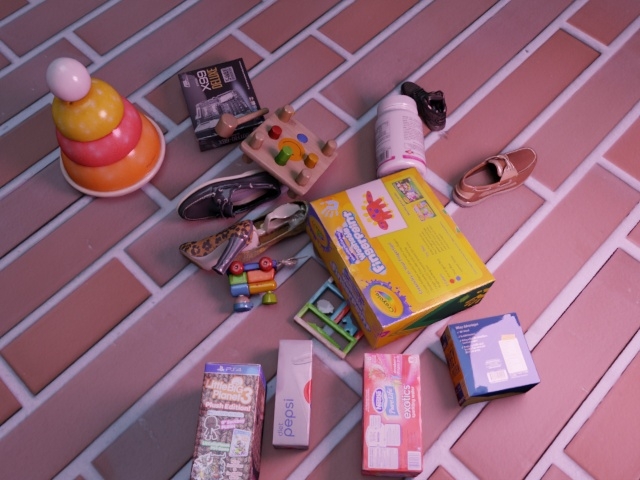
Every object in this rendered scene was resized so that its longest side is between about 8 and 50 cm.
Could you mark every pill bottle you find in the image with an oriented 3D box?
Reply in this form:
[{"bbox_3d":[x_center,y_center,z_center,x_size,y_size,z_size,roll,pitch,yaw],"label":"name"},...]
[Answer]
[{"bbox_3d":[0.260,-0.327,1.975,0.161,0.160,0.282,0,64,1],"label":"pill bottle"}]

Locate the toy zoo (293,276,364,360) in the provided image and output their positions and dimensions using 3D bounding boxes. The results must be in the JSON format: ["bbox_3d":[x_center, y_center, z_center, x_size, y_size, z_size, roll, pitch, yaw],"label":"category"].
[{"bbox_3d":[0.086,0.187,1.791,0.192,0.030,0.293,37,70,18],"label":"toy zoo"}]

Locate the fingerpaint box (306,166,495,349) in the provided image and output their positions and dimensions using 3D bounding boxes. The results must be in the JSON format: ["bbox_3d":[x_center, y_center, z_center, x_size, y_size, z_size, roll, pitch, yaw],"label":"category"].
[{"bbox_3d":[0.219,0.041,1.760,0.371,0.163,0.444,-21,61,-18],"label":"fingerpaint box"}]

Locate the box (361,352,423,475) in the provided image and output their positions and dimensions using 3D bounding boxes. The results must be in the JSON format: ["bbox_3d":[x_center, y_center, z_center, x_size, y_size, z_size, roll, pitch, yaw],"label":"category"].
[{"bbox_3d":[0.184,0.463,1.589,0.154,0.142,0.299,1,63,1],"label":"box"}]

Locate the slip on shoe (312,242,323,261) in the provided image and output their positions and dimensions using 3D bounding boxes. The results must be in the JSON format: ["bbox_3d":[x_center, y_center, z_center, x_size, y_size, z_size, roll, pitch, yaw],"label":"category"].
[{"bbox_3d":[0.000,0.000,1.881,0.052,0.041,0.135,-5,63,-2],"label":"slip on shoe"}]

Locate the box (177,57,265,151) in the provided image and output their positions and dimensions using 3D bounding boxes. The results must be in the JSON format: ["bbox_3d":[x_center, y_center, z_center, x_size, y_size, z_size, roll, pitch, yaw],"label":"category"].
[{"bbox_3d":[-0.347,-0.481,2.107,0.243,0.076,0.307,-16,65,-8],"label":"box"}]

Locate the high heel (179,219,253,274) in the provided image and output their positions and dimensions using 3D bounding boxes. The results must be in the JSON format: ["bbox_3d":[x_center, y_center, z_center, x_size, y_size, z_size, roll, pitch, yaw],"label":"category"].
[{"bbox_3d":[-0.316,-0.001,1.824,0.261,0.093,0.186,16,65,44],"label":"high heel"}]

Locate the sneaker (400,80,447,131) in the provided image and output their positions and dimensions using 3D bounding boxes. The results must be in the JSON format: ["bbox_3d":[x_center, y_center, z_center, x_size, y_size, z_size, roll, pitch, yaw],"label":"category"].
[{"bbox_3d":[0.364,-0.497,2.079,0.087,0.130,0.227,-25,64,-13],"label":"sneaker"}]

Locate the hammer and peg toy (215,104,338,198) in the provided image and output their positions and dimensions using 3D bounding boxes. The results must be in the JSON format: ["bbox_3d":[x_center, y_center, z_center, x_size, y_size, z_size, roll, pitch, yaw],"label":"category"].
[{"bbox_3d":[-0.134,-0.325,1.918,0.361,0.127,0.266,39,49,-1],"label":"hammer and peg toy"}]

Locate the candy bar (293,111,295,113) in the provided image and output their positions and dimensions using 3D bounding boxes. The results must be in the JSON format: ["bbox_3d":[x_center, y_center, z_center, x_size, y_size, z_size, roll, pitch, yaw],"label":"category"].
[{"bbox_3d":[-0.138,-0.404,2.099,0.040,0.018,0.161,25,66,9],"label":"candy bar"}]

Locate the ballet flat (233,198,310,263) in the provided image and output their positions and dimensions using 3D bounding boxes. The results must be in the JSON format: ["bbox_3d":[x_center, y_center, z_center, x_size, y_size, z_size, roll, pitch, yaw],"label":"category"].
[{"bbox_3d":[-0.178,-0.033,1.860,0.349,0.123,0.123,-26,66,-11],"label":"ballet flat"}]

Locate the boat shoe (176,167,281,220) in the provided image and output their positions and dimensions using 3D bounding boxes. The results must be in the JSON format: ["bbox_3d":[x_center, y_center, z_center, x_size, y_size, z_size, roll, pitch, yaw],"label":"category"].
[{"bbox_3d":[-0.282,-0.125,1.901,0.340,0.127,0.113,-18,52,-19],"label":"boat shoe"}]

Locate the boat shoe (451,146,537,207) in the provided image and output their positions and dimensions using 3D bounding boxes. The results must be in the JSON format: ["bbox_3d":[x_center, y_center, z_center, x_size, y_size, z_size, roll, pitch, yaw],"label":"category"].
[{"bbox_3d":[0.577,-0.218,1.940,0.324,0.116,0.123,-31,67,-14],"label":"boat shoe"}]

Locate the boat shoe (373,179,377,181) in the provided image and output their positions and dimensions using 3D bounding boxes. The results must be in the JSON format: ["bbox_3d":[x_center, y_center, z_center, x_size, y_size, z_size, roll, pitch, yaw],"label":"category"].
[{"bbox_3d":[0.168,-0.156,1.929,0.153,0.056,0.048,-15,65,22],"label":"boat shoe"}]

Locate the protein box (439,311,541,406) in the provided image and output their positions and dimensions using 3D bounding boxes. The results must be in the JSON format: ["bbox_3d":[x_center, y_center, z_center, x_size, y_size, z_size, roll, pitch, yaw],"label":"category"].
[{"bbox_3d":[0.462,0.328,1.656,0.200,0.136,0.201,-10,64,-4],"label":"protein box"}]

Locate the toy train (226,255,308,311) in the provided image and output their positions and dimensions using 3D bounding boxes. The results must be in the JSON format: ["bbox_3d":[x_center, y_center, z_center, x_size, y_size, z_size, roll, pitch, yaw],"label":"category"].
[{"bbox_3d":[-0.151,0.128,1.792,0.248,0.105,0.143,-8,74,-3],"label":"toy train"}]

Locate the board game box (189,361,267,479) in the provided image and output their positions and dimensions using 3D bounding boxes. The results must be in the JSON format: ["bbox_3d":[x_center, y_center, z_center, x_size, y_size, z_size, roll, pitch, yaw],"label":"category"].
[{"bbox_3d":[-0.226,0.485,1.534,0.141,0.232,0.290,3,64,1],"label":"board game box"}]

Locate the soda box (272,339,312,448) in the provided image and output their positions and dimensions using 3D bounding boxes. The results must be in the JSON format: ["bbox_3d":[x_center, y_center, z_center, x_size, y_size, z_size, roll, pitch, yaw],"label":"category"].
[{"bbox_3d":[-0.073,0.420,1.643,0.098,0.091,0.286,2,63,1],"label":"soda box"}]

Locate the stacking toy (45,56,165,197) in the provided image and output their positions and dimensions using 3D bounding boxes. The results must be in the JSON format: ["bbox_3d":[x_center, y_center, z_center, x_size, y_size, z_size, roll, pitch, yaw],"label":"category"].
[{"bbox_3d":[-0.698,-0.386,1.840,0.351,0.480,0.350,0,63,0],"label":"stacking toy"}]
